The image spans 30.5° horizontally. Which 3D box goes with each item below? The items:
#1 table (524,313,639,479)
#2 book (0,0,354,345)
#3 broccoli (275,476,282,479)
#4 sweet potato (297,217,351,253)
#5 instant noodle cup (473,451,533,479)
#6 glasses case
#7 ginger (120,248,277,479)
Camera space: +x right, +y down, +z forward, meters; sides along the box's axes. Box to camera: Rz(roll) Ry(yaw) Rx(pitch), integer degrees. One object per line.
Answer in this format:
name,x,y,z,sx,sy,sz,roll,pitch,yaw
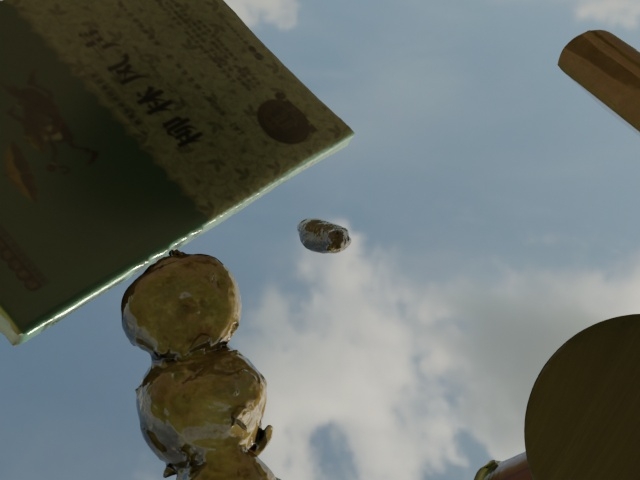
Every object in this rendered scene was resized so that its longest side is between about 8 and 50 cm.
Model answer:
table,0.259,0.143,0.890,0.167,0.167,0.226,19,-178,22
book,-0.176,-0.101,0.951,0.264,0.031,0.379,46,-131,10
broccoli,-0.076,0.324,1.249,0.219,0.194,0.194,38,-143,5
sweet potato,0.006,-0.002,1.265,0.041,0.038,0.153,-22,-167,-12
instant noodle cup,0.355,0.376,1.646,0.234,0.178,0.235,34,-147,-26
glasses case,0.277,-0.093,0.878,0.102,0.070,0.193,29,-164,-43
ginger,-0.075,0.105,0.729,0.080,0.204,0.104,-8,172,-24
